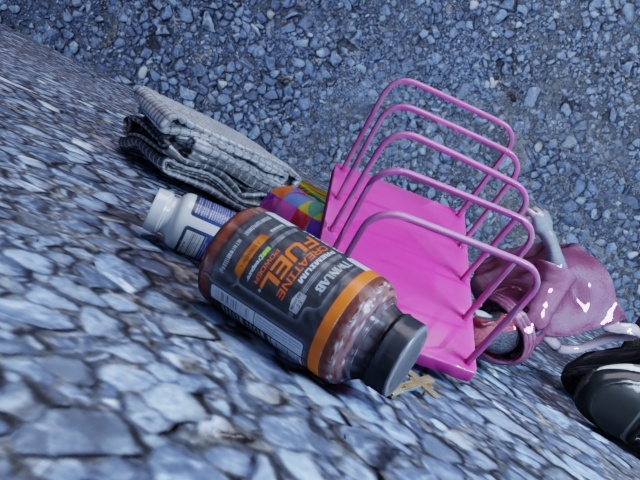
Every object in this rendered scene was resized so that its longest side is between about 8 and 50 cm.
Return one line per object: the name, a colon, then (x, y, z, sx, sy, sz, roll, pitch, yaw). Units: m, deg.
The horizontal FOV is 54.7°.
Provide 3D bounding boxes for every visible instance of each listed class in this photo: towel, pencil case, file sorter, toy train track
towel: (-0.208, -0.151, 1.127, 0.284, 0.121, 0.235, 21, 12, -40)
pencil case: (0.000, 0.000, 0.900, 0.104, 0.104, 0.236, 18, 12, -41)
file sorter: (0.122, -0.030, 0.725, 0.202, 0.182, 0.290, 21, 40, -8)
toy train track: (0.086, 0.144, 0.601, 0.048, 0.014, 0.083, 40, 21, 31)

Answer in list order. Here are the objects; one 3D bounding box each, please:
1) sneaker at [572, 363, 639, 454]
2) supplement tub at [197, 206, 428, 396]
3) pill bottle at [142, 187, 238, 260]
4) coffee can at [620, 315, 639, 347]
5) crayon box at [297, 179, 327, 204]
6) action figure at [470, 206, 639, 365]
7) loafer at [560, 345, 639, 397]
sneaker: (0.459, 0.251, 0.764, 0.283, 0.107, 0.124, 26, 15, 0)
supplement tub: (-0.006, 0.055, 0.551, 0.198, 0.106, 0.106, 29, 10, 22)
pill bottle: (-0.134, -0.013, 0.696, 0.120, 0.067, 0.067, 24, 9, -14)
coffee can: (0.657, 0.242, 1.029, 0.275, 0.201, 0.201, 29, 10, 17)
crayon box: (0.024, -0.036, 1.195, 0.202, 0.081, 0.318, 24, 9, -32)
action figure: (0.277, 0.113, 0.904, 0.370, 0.248, 0.275, -24, 85, -54)
loafer: (0.453, 0.178, 0.876, 0.078, 0.223, 0.076, -40, 104, -42)
